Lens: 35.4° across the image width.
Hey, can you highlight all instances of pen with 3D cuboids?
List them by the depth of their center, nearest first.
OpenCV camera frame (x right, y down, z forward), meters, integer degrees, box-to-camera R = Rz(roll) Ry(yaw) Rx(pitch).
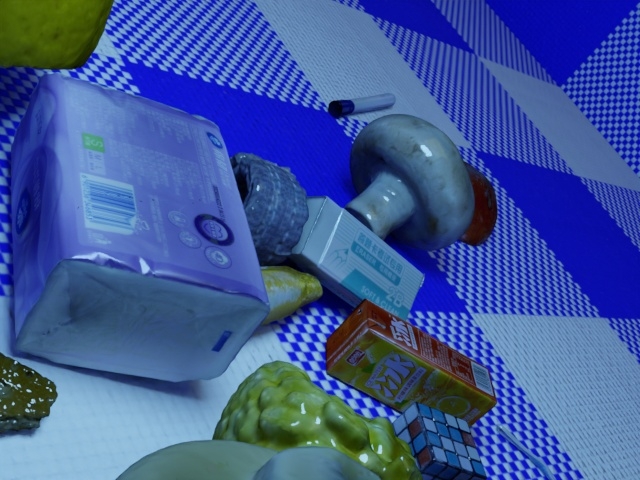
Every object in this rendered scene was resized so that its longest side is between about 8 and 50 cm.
[{"bbox_3d":[0.088,-0.279,2.041,0.033,0.033,0.269,47,28,11],"label":"pen"}]

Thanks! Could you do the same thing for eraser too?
[{"bbox_3d":[0.051,0.034,1.421,0.225,0.052,0.096,38,67,-35],"label":"eraser"}]

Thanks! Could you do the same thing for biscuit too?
[{"bbox_3d":[-0.356,0.123,0.895,0.236,0.026,0.131,32,30,-18],"label":"biscuit"}]

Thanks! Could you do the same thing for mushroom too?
[{"bbox_3d":[0.123,-0.075,1.638,0.243,0.243,0.243,31,29,-19],"label":"mushroom"}]

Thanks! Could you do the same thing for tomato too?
[{"bbox_3d":[0.272,-0.092,1.929,0.173,0.099,0.189,9,43,-49],"label":"tomato"}]

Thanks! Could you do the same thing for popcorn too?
[{"bbox_3d":[-0.008,0.226,1.000,0.225,0.174,0.286,42,-1,16],"label":"popcorn"}]

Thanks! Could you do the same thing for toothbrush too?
[{"bbox_3d":[0.319,0.329,1.468,0.162,0.014,0.017,42,42,3],"label":"toothbrush"}]

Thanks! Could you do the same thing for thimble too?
[{"bbox_3d":[-0.091,-0.036,1.333,0.097,0.150,0.150,21,34,-31],"label":"thimble"}]

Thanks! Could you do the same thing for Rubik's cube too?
[{"bbox_3d":[0.131,0.270,1.228,0.092,0.092,0.092,24,31,-30],"label":"Rubik's cube"}]

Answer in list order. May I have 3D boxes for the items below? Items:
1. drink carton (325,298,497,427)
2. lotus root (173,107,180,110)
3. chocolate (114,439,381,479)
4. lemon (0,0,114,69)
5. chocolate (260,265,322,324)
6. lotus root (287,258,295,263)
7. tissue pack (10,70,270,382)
[{"bbox_3d":[0.122,0.176,1.351,0.222,0.096,0.071,31,29,-21],"label":"drink carton"},{"bbox_3d":[-0.207,-0.145,1.436,0.073,0.062,0.150,25,33,-28],"label":"lotus root"},{"bbox_3d":[-0.065,0.309,0.714,0.314,0.297,0.326,15,38,-33],"label":"chocolate"},{"bbox_3d":[-0.399,-0.380,1.185,0.364,0.364,0.364,31,29,-19],"label":"lemon"},{"bbox_3d":[-0.069,0.072,1.293,0.086,0.086,0.219,51,24,18],"label":"chocolate"},{"bbox_3d":[-0.001,0.000,1.464,0.183,0.077,0.090,17,78,-38],"label":"lotus root"},{"bbox_3d":[-0.218,-0.020,1.133,0.242,0.160,0.338,17,34,-30],"label":"tissue pack"}]
